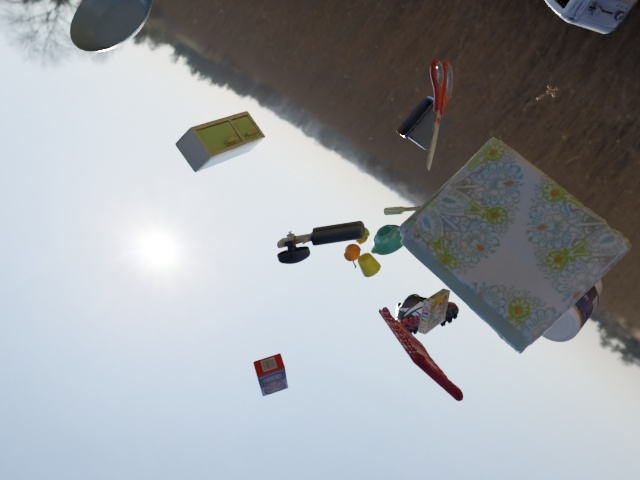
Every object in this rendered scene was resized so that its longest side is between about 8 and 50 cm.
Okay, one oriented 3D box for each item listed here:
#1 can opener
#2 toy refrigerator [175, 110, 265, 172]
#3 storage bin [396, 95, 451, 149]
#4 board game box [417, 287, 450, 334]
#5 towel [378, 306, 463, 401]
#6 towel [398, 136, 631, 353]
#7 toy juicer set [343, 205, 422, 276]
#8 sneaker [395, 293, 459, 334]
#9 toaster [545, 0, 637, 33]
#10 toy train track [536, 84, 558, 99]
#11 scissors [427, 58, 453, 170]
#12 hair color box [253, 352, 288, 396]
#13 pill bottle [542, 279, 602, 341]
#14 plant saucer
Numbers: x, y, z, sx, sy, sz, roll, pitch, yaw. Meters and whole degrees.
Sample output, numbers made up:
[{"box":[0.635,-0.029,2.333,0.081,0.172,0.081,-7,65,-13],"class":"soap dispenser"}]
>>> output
[{"box":[0.000,0.000,1.830,0.074,0.280,0.093,-75,-31,-66],"class":"can opener"},{"box":[-0.285,-0.296,1.761,0.102,0.094,0.269,55,-144,0],"class":"toy refrigerator"},{"box":[0.298,-0.328,1.717,0.091,0.135,0.098,38,-171,-21],"class":"storage bin"},{"box":[0.347,0.214,1.834,0.026,0.103,0.154,17,-160,30],"class":"board game box"},{"box":[0.261,0.292,1.579,0.199,0.031,0.275,44,-175,-25],"class":"towel"},{"box":[0.393,-0.001,1.278,0.374,0.320,0.090,46,-177,23],"class":"towel"},{"box":[0.222,-0.012,2.106,0.209,0.329,0.089,23,152,57],"class":"toy juicer set"},{"box":[0.354,0.236,2.060,0.097,0.276,0.135,18,-119,-33],"class":"sneaker"},{"box":[0.613,-0.590,1.407,0.146,0.129,0.227,1,-128,-26],"class":"toaster"},{"box":[0.780,-0.505,2.078,0.048,0.083,0.014,62,174,1],"class":"toy train track"},{"box":[0.302,-0.312,1.514,0.021,0.297,0.109,-1,173,36],"class":"scissors"},{"box":[-0.121,0.332,1.481,0.141,0.072,0.043,87,163,-57],"class":"hair color box"},{"box":[0.771,0.190,1.875,0.153,0.153,0.264,38,-137,21],"class":"pill bottle"},{"box":[-0.412,-0.447,1.211,0.195,0.195,0.037,40,174,30],"class":"plant saucer"}]
